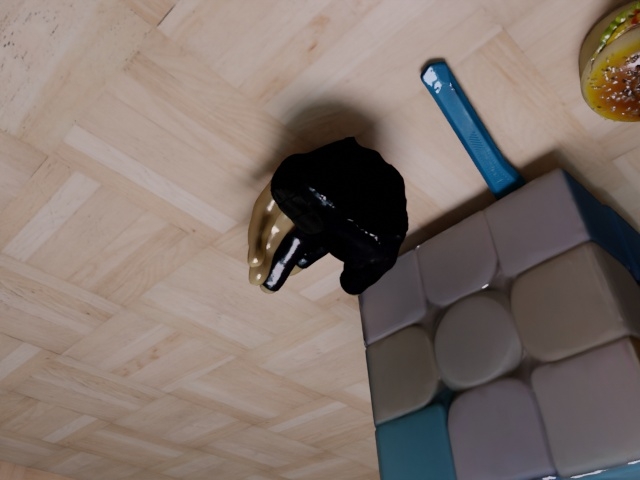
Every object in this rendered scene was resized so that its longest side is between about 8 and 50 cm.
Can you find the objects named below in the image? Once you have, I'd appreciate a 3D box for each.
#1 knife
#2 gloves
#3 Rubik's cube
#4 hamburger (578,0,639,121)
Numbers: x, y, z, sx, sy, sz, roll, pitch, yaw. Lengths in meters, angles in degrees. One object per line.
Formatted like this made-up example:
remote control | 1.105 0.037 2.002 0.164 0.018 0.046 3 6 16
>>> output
knife | 0.202 -0.106 0.687 0.044 0.026 0.296 -25 132 25
gloves | 0.005 -0.007 0.716 0.197 0.152 0.301 38 139 -8
Rubik's cube | 0.295 0.177 0.755 0.345 0.346 0.347 25 137 -36
hamburger | 0.323 -0.175 0.552 0.127 0.081 0.141 8 141 -8
